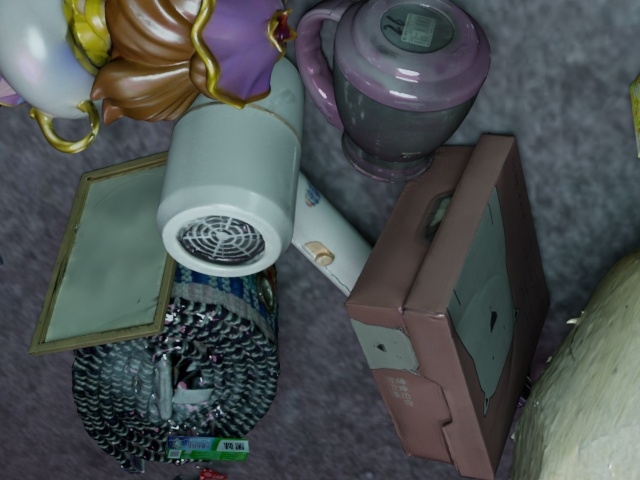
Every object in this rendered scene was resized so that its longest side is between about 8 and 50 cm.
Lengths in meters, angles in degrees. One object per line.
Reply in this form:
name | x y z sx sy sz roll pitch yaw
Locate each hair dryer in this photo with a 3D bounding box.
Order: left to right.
hair dryer | 0.000 0.000 0.814 0.107 0.173 0.357 -18 139 29

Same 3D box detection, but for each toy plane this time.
toy plane | -0.174 0.346 1.245 0.060 0.037 0.145 21 135 -12

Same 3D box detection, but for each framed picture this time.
framed picture | -0.181 0.005 0.815 0.136 0.201 0.010 -11 142 22

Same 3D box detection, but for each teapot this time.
teapot | 0.047 -0.114 0.711 0.148 0.116 0.146 9 144 0

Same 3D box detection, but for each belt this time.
belt | -0.145 0.098 0.925 0.207 0.160 0.295 -3 140 -6

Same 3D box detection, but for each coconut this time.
coconut | 0.320 0.186 0.718 0.346 0.360 0.346 33 174 4

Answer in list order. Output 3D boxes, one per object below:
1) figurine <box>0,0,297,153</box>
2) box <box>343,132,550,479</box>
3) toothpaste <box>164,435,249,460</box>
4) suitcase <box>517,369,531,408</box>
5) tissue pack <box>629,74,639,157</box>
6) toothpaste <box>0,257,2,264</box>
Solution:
figurine | -0.139 -0.163 0.678 0.263 0.142 0.189 -3 89 25
box | 0.120 0.053 0.782 0.086 0.215 0.215 4 135 28
toothpaste | -0.115 0.212 0.925 0.083 0.017 0.020 6 135 -17
suitcase | 0.157 0.135 0.950 0.086 0.059 0.126 -30 120 36
tissue pack | 0.328 -0.077 0.684 0.176 0.095 0.062 24 134 -8
toothpaste | -0.372 0.001 0.984 0.027 0.019 0.083 -14 134 3
